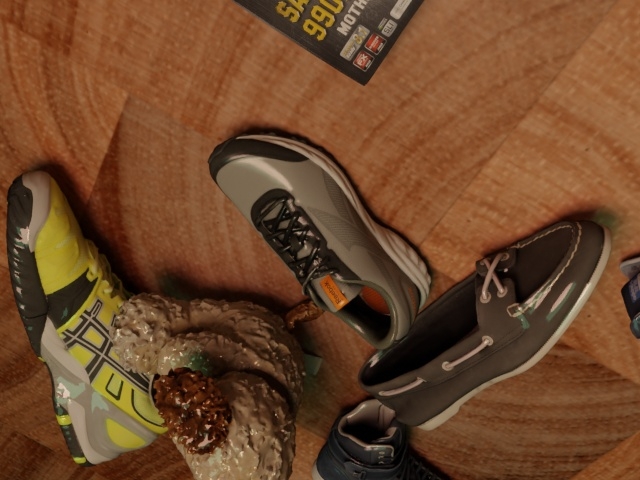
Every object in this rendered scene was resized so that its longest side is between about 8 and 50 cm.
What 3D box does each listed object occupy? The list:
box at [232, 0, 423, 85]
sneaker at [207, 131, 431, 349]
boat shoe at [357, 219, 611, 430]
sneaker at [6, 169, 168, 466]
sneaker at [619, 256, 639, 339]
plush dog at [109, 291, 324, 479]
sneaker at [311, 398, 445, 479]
[{"bbox_3d":[0.022,-0.261,0.596,0.183,0.056,0.231,32,128,-8],"label":"box"},{"bbox_3d":[0.000,0.000,0.767,0.271,0.108,0.100,41,128,-13],"label":"sneaker"},{"bbox_3d":[0.148,0.087,0.784,0.096,0.112,0.335,27,133,-9],"label":"boat shoe"},{"bbox_3d":[-0.264,0.087,0.921,0.147,0.145,0.384,-15,122,-12],"label":"sneaker"},{"bbox_3d":[0.330,-0.004,0.667,0.153,0.099,0.282,-10,125,21],"label":"sneaker"},{"bbox_3d":[-0.082,0.174,0.817,0.211,0.225,0.262,-23,124,11],"label":"plush dog"},{"bbox_3d":[0.110,0.282,0.957,0.226,0.086,0.163,20,132,4],"label":"sneaker"}]
